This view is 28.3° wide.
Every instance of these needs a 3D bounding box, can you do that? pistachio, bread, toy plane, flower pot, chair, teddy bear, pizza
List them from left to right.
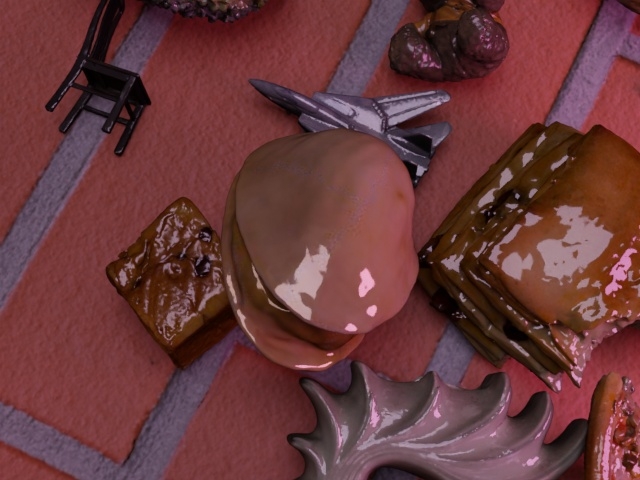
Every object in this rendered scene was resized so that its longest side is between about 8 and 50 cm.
[{"bbox_3d":[-0.270,-0.234,1.698,0.101,0.084,0.212,22,73,10],"label":"chair"},{"bbox_3d":[-0.169,0.056,1.567,0.143,0.158,0.149,-38,77,-6],"label":"bread"},{"bbox_3d":[0.000,0.000,1.494,0.238,0.229,0.321,20,47,-16],"label":"pistachio"},{"bbox_3d":[0.024,-0.147,1.672,0.267,0.088,0.212,24,73,16],"label":"toy plane"},{"bbox_3d":[0.142,0.274,1.491,0.368,0.164,0.254,3,82,-3],"label":"flower pot"},{"bbox_3d":[0.183,-0.305,1.697,0.140,0.177,0.190,14,66,-43],"label":"teddy bear"},{"bbox_3d":[0.334,0.033,1.555,0.370,0.191,0.314,39,75,10],"label":"bread"},{"bbox_3d":[0.364,0.258,1.485,0.052,0.195,0.185,-3,65,36],"label":"pizza"}]

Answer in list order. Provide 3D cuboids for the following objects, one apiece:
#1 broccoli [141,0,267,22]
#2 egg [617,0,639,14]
[{"bbox_3d":[-0.132,-0.460,1.641,0.397,0.353,0.275,-31,42,5],"label":"broccoli"},{"bbox_3d":[0.495,-0.407,1.664,0.290,0.238,0.238,3,72,13],"label":"egg"}]
